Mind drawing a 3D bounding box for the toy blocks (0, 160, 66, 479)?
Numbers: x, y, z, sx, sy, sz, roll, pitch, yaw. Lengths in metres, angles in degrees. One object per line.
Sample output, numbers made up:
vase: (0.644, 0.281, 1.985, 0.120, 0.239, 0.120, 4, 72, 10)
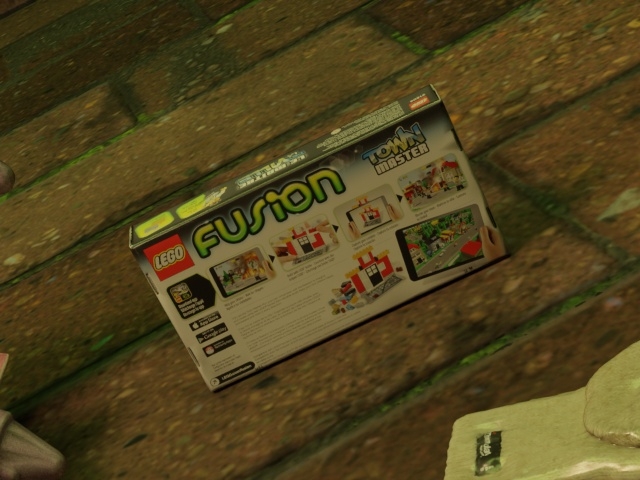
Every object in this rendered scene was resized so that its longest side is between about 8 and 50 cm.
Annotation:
toy blocks: (-0.272, 0.111, 0.857, 0.260, 0.309, 0.289, 10, 42, 2)

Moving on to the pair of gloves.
pair of gloves: (0.146, 0.114, 0.562, 0.204, 0.042, 0.240, -25, 21, 14)

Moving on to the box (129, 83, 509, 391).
box: (0.000, 0.000, 0.865, 0.207, 0.114, 0.036, -25, 23, 4)
